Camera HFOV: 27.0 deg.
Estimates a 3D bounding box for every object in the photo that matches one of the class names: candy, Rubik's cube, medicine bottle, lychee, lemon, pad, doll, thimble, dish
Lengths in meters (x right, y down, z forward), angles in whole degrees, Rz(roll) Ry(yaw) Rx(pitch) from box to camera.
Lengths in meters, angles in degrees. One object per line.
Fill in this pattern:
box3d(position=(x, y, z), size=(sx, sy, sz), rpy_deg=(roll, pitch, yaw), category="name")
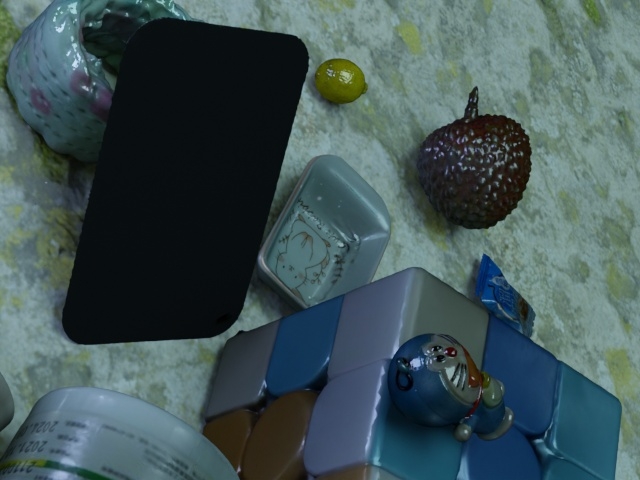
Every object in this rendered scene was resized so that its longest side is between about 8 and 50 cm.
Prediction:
box3d(position=(0.264, 0.091, 1.897), size=(0.136, 0.038, 0.088), rpy_deg=(48, 35, -25), category="candy")
box3d(position=(0.080, 0.285, 1.444), size=(0.346, 0.347, 0.344), rpy_deg=(31, 56, -27), category="Rubik's cube")
box3d(position=(-0.219, 0.294, 1.254), size=(0.238, 0.238, 0.232), rpy_deg=(41, 50, -21), category="medicine bottle")
box3d(position=(0.213, -0.113, 1.848), size=(0.165, 0.165, 0.198), rpy_deg=(-18, 101, -43), category="lychee")
box3d(position=(0.028, -0.215, 1.799), size=(0.083, 0.062, 0.062), rpy_deg=(11, 65, -29), category="lemon")
box3d(position=(-0.186, -0.067, 1.452), size=(0.314, 0.063, 0.376), rpy_deg=(1, 113, -42), category="pad")
box3d(position=(0.120, 0.138, 1.245), size=(0.152, 0.085, 0.114), rpy_deg=(31, 31, -39), category="doll")
box3d(position=(-0.234, -0.195, 1.506), size=(0.211, 0.149, 0.185), rpy_deg=(-24, 87, -43), category="thimble")
box3d(position=(0.000, 0.000, 1.684), size=(0.154, 0.064, 0.234), rpy_deg=(43, 51, -19), category="dish")

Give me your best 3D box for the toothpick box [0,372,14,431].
box3d(position=(-0.386, 0.180, 1.244), size=(0.180, 0.111, 0.111), rpy_deg=(-42, 101, -42), category="toothpick box")
